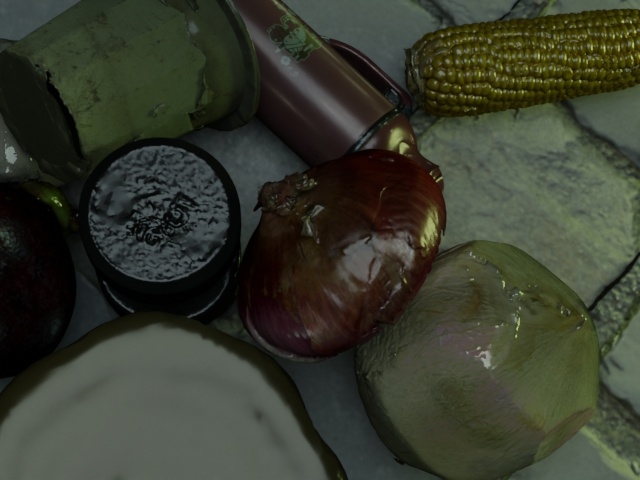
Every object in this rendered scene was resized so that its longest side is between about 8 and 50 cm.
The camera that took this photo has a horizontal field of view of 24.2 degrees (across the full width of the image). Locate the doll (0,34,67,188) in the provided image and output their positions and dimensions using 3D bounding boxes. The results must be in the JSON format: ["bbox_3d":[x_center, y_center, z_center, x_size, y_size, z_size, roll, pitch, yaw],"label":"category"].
[{"bbox_3d":[-0.324,-0.131,1.534,0.149,0.095,0.192,-6,81,-3],"label":"doll"}]

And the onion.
[{"bbox_3d":[0.000,0.000,1.396,0.163,0.230,0.230,35,76,-25],"label":"onion"}]

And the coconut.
[{"bbox_3d":[0.158,0.108,1.433,0.230,0.227,0.227,-32,79,28],"label":"coconut"}]

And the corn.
[{"bbox_3d":[0.232,-0.189,1.581,0.293,0.106,0.106,-7,78,-7],"label":"corn"}]

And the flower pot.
[{"bbox_3d":[-0.195,-0.159,1.458,0.202,0.212,0.212,-37,82,-32],"label":"flower pot"}]

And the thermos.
[{"bbox_3d":[0.002,-0.145,1.558,0.330,0.136,0.109,44,112,6],"label":"thermos"}]

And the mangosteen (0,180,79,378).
[{"bbox_3d":[-0.326,0.025,1.438,0.216,0.216,0.216,1,78,-3],"label":"mangosteen"}]

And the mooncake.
[{"bbox_3d":[-0.158,0.264,1.411,0.378,0.201,0.379,1,82,-6],"label":"mooncake"}]

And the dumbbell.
[{"bbox_3d":[-0.151,0.001,1.450,0.152,0.218,0.153,1,77,-3],"label":"dumbbell"}]
